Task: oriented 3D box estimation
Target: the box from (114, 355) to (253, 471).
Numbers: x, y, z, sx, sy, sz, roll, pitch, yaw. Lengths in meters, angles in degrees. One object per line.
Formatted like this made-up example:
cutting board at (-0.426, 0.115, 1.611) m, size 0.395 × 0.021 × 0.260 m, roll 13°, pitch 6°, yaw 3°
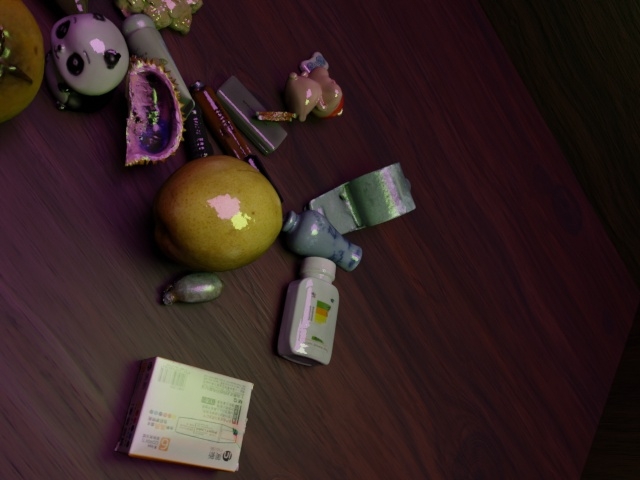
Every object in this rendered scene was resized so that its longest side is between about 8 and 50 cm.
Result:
box at (-0.306, 0.410, 1.265) m, size 0.274 × 0.091 × 0.220 m, roll 27°, pitch 60°, yaw -30°

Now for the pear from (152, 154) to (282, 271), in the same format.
pear at (-0.256, -0.060, 1.333) m, size 0.314 × 0.314 × 0.314 m, roll 14°, pitch 66°, yaw -35°

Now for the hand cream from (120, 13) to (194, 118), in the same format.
hand cream at (-0.430, -0.455, 1.446) m, size 0.093 × 0.147 × 0.306 m, roll -26°, pitch 86°, yaw -42°

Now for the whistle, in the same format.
whistle at (0.134, -0.127, 1.788) m, size 0.405 × 0.188 × 0.168 m, roll -21°, pitch 94°, yaw -9°

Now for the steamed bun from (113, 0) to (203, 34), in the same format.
steamed bun at (-0.451, -0.732, 1.517) m, size 0.295 × 0.137 × 0.292 m, roll 53°, pitch 47°, yaw -9°

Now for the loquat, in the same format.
loquat at (-0.741, -0.386, 1.060) m, size 0.359 × 0.328 × 0.328 m, roll 25°, pitch 47°, yaw 22°

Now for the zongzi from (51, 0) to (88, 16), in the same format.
zongzi at (-0.708, -0.676, 1.283) m, size 0.323 × 0.160 × 0.360 m, roll 0°, pitch 82°, yaw -34°

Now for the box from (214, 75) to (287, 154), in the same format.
box at (-0.213, -0.377, 1.639) m, size 0.243 × 0.055 × 0.103 m, roll 46°, pitch 52°, yaw -18°

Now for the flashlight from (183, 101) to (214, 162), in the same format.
flashlight at (-0.335, -0.267, 1.484) m, size 0.093 × 0.093 × 0.232 m, roll -6°, pitch 75°, yaw -40°

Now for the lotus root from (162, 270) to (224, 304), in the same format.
lotus root at (-0.319, 0.121, 1.365) m, size 0.165 × 0.088 × 0.088 m, roll -8°, pitch 80°, yaw -31°

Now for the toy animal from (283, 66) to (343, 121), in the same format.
toy animal at (-0.016, -0.472, 1.769) m, size 0.198 × 0.171 × 0.171 m, roll -17°, pitch 86°, yaw -38°

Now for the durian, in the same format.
durian at (-0.434, -0.322, 1.359) m, size 0.154 × 0.186 × 0.260 m, roll 0°, pitch 106°, yaw -40°

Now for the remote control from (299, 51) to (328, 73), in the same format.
remote control at (-0.022, -0.610, 1.892) m, size 0.074 × 0.032 × 0.122 m, roll 51°, pitch 51°, yaw -14°

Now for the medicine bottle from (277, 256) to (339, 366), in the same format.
medicine bottle at (-0.026, 0.201, 1.556) m, size 0.161 × 0.111 × 0.296 m, roll 30°, pitch 57°, yaw -34°

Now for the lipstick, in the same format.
lipstick at (-0.245, -0.272, 1.564) m, size 0.077 × 0.077 × 0.418 m, roll -40°, pitch 101°, yaw -40°

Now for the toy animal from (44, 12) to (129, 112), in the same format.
toy animal at (-0.547, -0.420, 1.269) m, size 0.165 × 0.235 × 0.187 m, roll -20°, pitch 88°, yaw -35°

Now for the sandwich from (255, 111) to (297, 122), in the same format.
sandwich at (-0.137, -0.369, 1.618) m, size 0.135 × 0.067 × 0.029 m, roll -5°, pitch 101°, yaw -30°

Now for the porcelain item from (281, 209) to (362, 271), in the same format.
porcelain item at (0.000, 0.000, 1.616) m, size 0.259 × 0.141 × 0.141 m, roll 30°, pitch 58°, yaw -20°
